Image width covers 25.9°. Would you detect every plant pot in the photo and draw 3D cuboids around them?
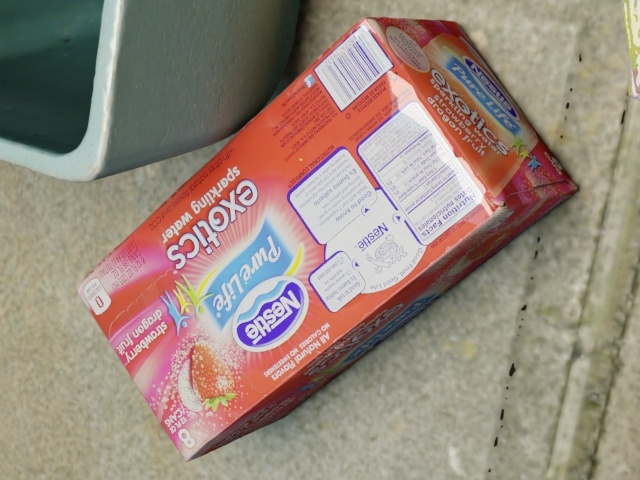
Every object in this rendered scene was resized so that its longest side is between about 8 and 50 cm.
[{"bbox_3d":[-0.127,-0.182,0.780,0.248,0.252,0.247,16,103,28],"label":"plant pot"}]

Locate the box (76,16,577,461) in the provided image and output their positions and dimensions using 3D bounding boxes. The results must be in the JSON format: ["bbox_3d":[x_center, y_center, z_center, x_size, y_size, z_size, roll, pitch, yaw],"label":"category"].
[{"bbox_3d":[0.000,0.000,0.803,0.257,0.122,0.128,-41,76,27],"label":"box"}]

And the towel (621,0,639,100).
[{"bbox_3d":[0.201,-0.109,0.742,0.083,0.009,0.060,-6,92,29],"label":"towel"}]
